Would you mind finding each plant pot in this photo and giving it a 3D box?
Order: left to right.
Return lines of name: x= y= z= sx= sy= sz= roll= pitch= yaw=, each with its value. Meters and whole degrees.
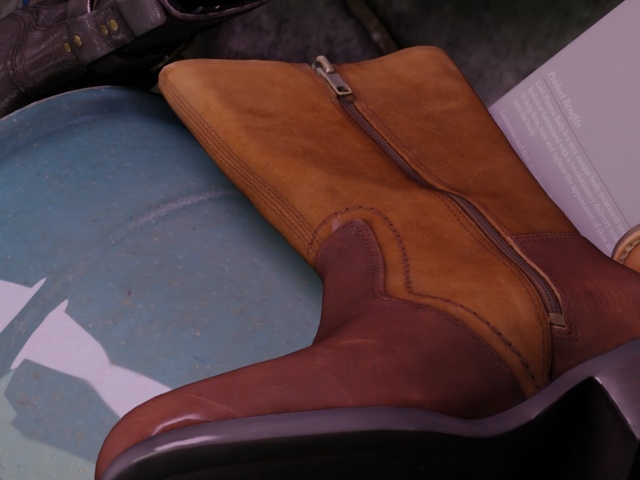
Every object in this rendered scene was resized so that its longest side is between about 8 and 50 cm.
plant pot: x=-0.025 y=0.147 z=0.750 sx=0.334 sy=0.341 sz=0.341 roll=28 pitch=97 yaw=30

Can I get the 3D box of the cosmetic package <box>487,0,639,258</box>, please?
cosmetic package: x=0.185 y=-0.052 z=0.735 sx=0.238 sy=0.107 sz=0.127 roll=-35 pitch=60 yaw=22

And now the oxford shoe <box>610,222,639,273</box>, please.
oxford shoe: x=0.189 y=0.086 z=0.675 sx=0.076 sy=0.076 sz=0.212 roll=-29 pitch=99 yaw=22

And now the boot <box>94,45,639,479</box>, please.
boot: x=0.000 y=0.000 z=0.625 sx=0.280 sy=0.264 sz=0.096 roll=56 pitch=146 yaw=41

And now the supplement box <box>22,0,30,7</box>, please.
supplement box: x=-0.150 y=-0.162 z=1.069 sx=0.083 sy=0.056 sz=0.083 roll=-15 pitch=70 yaw=34

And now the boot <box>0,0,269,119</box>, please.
boot: x=-0.078 y=-0.131 z=0.866 sx=0.229 sy=0.263 sz=0.091 roll=-21 pitch=107 yaw=39
